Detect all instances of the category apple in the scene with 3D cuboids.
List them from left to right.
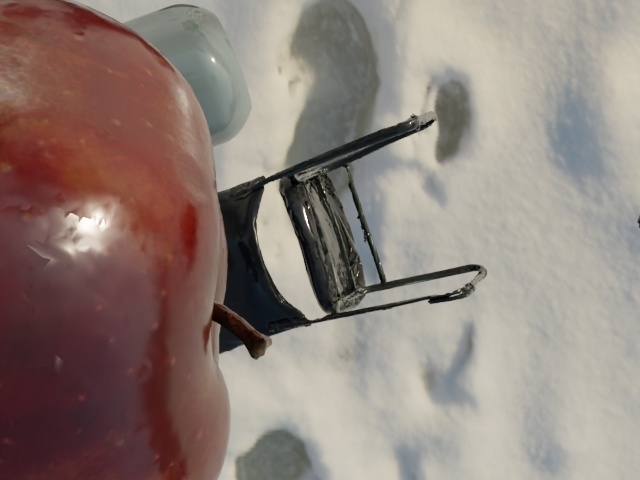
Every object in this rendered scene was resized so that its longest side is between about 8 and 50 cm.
[{"bbox_3d":[-0.179,0.025,0.550,0.316,0.288,0.288,-4,120,4],"label":"apple"}]

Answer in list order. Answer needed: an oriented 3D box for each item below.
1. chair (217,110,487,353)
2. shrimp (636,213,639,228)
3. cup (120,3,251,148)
[{"bbox_3d":[0.000,0.000,0.955,0.221,0.145,0.140,-18,91,13],"label":"chair"},{"bbox_3d":[0.467,-0.014,1.696,0.091,0.025,0.127,-20,122,-38],"label":"shrimp"},{"bbox_3d":[-0.259,-0.176,1.608,0.312,0.205,0.206,-22,121,-8],"label":"cup"}]
